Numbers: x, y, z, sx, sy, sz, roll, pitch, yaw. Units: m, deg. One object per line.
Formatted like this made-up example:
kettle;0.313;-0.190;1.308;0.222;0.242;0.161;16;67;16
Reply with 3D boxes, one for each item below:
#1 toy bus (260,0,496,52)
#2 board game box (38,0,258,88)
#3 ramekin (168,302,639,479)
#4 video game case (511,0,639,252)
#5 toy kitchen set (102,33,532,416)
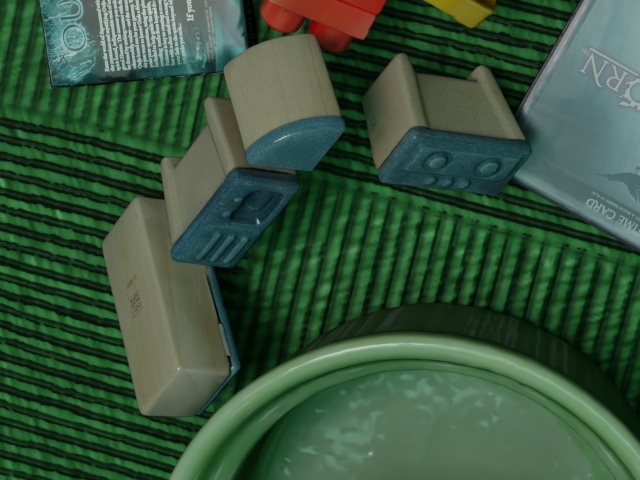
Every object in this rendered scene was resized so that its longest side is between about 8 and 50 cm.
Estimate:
toy bus;0.063;-0.187;1.019;0.220;0.149;0.211;17;126;-14
board game box;-0.108;-0.186;1.106;0.126;0.026;0.186;-4;102;11
ramekin;0.064;0.182;1.095;0.303;0.148;0.303;2;103;9
video game case;0.244;-0.112;1.064;0.196;0.026;0.274;30;105;2
toy kitchen set;0.000;0.000;1.083;0.166;0.122;0.207;6;143;-32
